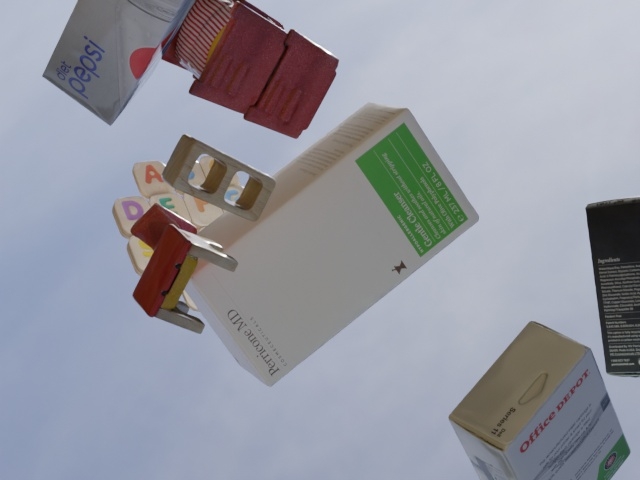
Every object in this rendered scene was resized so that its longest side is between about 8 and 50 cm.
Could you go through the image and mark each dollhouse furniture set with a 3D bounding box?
[{"bbox_3d":[-0.152,-0.108,1.808,0.374,0.152,0.201,-62,-150,6],"label":"dollhouse furniture set"}]

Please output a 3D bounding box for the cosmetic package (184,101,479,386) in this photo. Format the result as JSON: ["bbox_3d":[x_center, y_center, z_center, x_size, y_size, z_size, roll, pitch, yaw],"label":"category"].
[{"bbox_3d":[0.000,0.000,2.043,0.365,0.197,0.155,-40,-161,-10],"label":"cosmetic package"}]

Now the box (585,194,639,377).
[{"bbox_3d":[0.408,0.046,1.799,0.108,0.153,0.207,-6,-87,46],"label":"box"}]

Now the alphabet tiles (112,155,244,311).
[{"bbox_3d":[-0.168,-0.019,2.336,0.278,0.284,0.021,65,-33,28],"label":"alphabet tiles"}]

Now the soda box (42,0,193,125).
[{"bbox_3d":[-0.194,-0.238,1.580,0.091,0.098,0.286,-57,-174,-33],"label":"soda box"}]

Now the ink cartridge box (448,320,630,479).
[{"bbox_3d":[0.240,0.210,1.653,0.087,0.208,0.153,27,-115,41],"label":"ink cartridge box"}]
